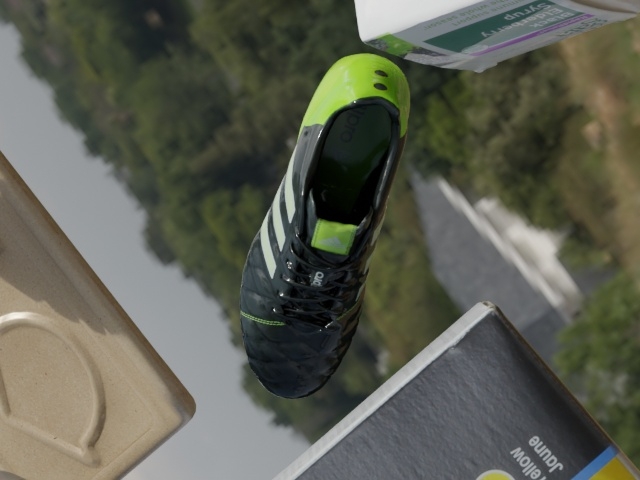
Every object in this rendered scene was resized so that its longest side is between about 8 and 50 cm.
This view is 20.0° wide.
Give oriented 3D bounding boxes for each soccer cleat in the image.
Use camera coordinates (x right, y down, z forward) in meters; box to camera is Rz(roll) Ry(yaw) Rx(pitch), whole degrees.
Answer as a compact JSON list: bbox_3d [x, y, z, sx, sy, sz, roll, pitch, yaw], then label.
[{"bbox_3d":[0.000,0.000,0.846,0.060,0.179,0.072,14,-159,-5],"label":"soccer cleat"}]

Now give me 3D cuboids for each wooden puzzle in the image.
[{"bbox_3d":[-0.271,0.074,1.355,0.322,0.348,0.080,52,-143,5],"label":"wooden puzzle"}]

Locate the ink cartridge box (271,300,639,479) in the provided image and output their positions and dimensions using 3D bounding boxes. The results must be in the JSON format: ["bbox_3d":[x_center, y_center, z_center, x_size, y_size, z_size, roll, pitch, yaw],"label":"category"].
[{"bbox_3d":[0.082,0.247,1.062,0.303,0.307,0.072,49,180,1],"label":"ink cartridge box"}]

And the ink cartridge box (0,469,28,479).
[{"bbox_3d":[-0.299,0.359,1.157,0.166,0.395,0.285,27,-172,27],"label":"ink cartridge box"}]

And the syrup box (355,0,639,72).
[{"bbox_3d":[0.067,-0.205,0.824,0.096,0.093,0.237,7,-108,-49],"label":"syrup box"}]
